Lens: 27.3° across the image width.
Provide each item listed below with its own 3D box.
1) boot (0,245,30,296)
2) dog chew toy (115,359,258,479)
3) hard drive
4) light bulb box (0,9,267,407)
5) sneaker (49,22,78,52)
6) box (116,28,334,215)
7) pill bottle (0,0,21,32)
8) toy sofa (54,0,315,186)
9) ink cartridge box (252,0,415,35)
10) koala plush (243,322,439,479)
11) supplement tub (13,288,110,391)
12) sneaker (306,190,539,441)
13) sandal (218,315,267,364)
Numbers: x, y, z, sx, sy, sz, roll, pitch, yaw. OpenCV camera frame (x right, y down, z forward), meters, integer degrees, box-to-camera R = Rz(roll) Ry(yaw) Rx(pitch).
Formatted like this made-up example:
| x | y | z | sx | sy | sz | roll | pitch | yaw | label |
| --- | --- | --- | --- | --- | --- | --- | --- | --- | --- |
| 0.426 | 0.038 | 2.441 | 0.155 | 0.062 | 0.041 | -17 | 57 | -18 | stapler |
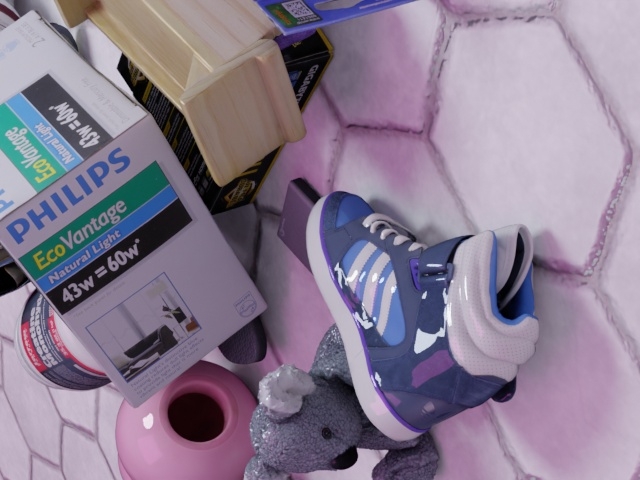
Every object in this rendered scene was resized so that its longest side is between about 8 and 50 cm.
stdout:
| x | y | z | sx | sy | sz | roll | pitch | yaw | label |
| --- | --- | --- | --- | --- | --- | --- | --- | --- | --- |
| -0.425 | 0.033 | 2.013 | 0.219 | 0.106 | 0.082 | -16 | 122 | 26 | boot |
| -0.202 | 0.305 | 1.912 | 0.206 | 0.207 | 0.332 | 58 | 153 | 18 | dog chew toy |
| 0.000 | 0.000 | 1.598 | 0.135 | 0.022 | 0.094 | 48 | 141 | 31 | hard drive |
| -0.302 | -0.044 | 1.682 | 0.358 | 0.225 | 0.361 | 42 | 165 | 45 | light bulb box |
| -0.354 | -0.180 | 1.970 | 0.121 | 0.111 | 0.299 | 0 | 111 | 42 | sneaker |
| -0.128 | -0.220 | 1.619 | 0.257 | 0.079 | 0.322 | 59 | 146 | 20 | box |
| -0.560 | -0.246 | 2.010 | 0.224 | 0.224 | 0.392 | 127 | 141 | -53 | pill bottle |
| -0.153 | -0.246 | 1.466 | 0.362 | 0.177 | 0.150 | 45 | 164 | 32 | toy sofa |
| -0.047 | -0.339 | 1.331 | 0.311 | 0.186 | 0.065 | 52 | 142 | 24 | ink cartridge box |
| 0.010 | 0.197 | 1.506 | 0.203 | 0.221 | 0.196 | 46 | 141 | 33 | koala plush |
| -0.352 | 0.129 | 2.032 | 0.272 | 0.191 | 0.191 | -26 | 85 | 57 | supplement tub |
| 0.122 | 0.027 | 1.375 | 0.236 | 0.130 | 0.322 | -40 | 47 | 28 | sneaker |
| -0.131 | 0.094 | 1.827 | 0.254 | 0.055 | 0.097 | 32 | 126 | 57 | sandal |
